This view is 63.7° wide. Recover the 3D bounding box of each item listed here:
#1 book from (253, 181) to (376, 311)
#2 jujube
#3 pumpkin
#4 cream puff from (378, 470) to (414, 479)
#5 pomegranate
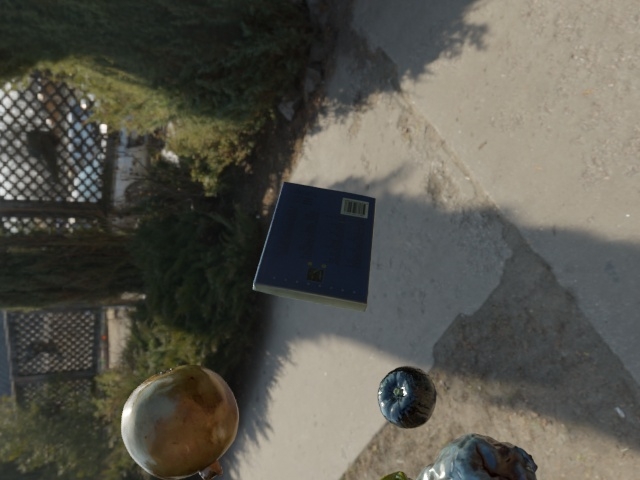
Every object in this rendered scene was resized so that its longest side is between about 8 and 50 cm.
[{"bbox_3d":[0.000,0.000,0.931,0.025,0.190,0.269,100,180,-46],"label":"book"},{"bbox_3d":[0.302,0.532,1.033,0.226,0.226,0.317,61,140,43],"label":"jujube"},{"bbox_3d":[0.327,0.590,1.947,0.233,0.163,0.233,-21,50,28],"label":"pumpkin"},{"bbox_3d":[0.231,0.754,1.432,0.195,0.194,0.221,53,173,49],"label":"cream puff"},{"bbox_3d":[-0.303,0.420,1.158,0.271,0.252,0.229,65,158,1],"label":"pomegranate"}]
